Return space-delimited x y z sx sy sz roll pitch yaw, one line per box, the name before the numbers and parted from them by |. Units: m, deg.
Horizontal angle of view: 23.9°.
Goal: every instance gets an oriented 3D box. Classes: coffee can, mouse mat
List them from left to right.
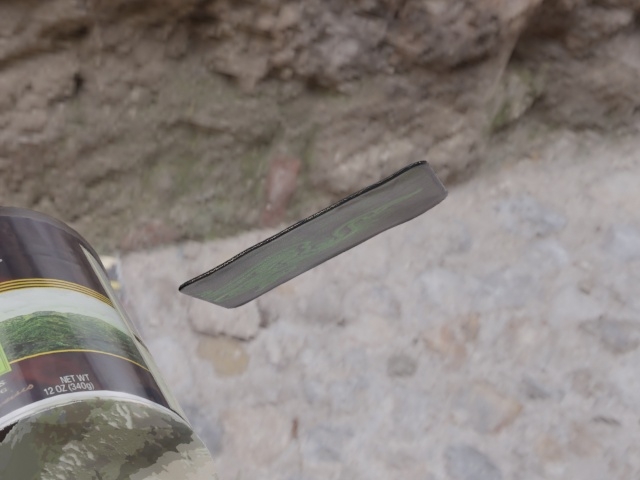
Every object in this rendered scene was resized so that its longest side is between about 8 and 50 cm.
coffee can | -0.209 0.124 1.079 0.202 0.201 0.275 -8 30 -22
mouse mat | 0.000 0.000 1.067 0.190 0.152 0.007 -26 78 7
